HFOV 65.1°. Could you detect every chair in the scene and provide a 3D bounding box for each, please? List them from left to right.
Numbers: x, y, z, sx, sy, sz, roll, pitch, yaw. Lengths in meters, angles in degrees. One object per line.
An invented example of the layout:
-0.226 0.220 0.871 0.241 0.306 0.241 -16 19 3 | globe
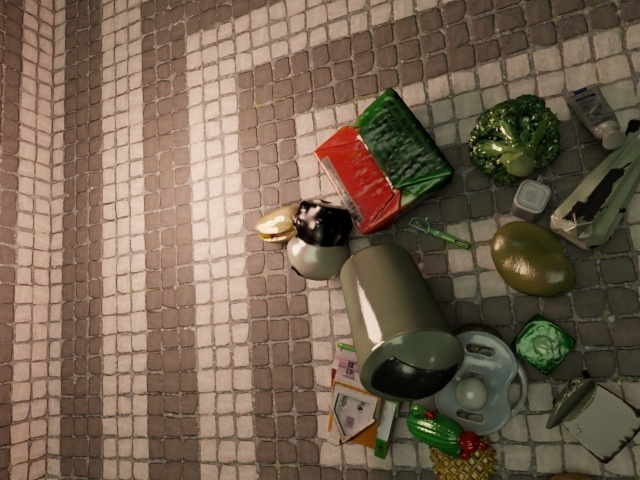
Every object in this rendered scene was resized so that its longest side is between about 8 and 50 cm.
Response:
0.674 0.431 1.235 0.186 0.319 0.160 43 101 23 | chair

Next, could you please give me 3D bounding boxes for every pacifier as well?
0.438 0.409 1.387 0.244 0.233 0.300 8 92 26 | pacifier

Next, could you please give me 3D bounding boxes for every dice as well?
0.617 0.288 1.394 0.128 0.120 0.131 39 97 26 | dice

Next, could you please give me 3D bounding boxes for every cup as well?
0.616 -0.128 1.452 0.095 0.129 0.128 26 91 19 | cup

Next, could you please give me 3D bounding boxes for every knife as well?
0.384 -0.027 1.605 0.212 0.015 0.054 26 86 26 | knife

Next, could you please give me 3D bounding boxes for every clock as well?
0.136 0.501 1.564 0.235 0.166 0.310 12 80 26 | clock

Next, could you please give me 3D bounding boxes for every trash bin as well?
0.213 0.235 1.414 0.280 0.280 0.432 -35 37 16 | trash bin

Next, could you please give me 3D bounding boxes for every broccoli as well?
0.561 -0.272 1.436 0.269 0.270 0.270 -15 33 22 | broccoli

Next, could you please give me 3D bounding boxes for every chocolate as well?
0.209 -0.244 1.636 0.341 0.161 0.360 -36 69 16 | chocolate

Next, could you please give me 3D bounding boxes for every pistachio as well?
-0.136 -0.056 1.800 0.200 0.117 0.145 -15 38 30 | pistachio

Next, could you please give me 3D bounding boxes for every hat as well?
0.471 0.277 1.498 0.146 0.067 0.146 12 128 15 | hat

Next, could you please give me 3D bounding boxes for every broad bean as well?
0.609 0.059 1.446 0.189 0.121 0.263 -47 52 17 | broad bean

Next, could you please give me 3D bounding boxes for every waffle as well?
0.412 0.633 1.465 0.193 0.070 0.197 -31 71 18 | waffle

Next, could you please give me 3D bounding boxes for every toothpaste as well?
0.771 -0.354 1.402 0.096 0.061 0.266 -19 42 20 | toothpaste

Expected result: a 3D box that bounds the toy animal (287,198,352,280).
-0.001 -0.001 1.679 0.212 0.212 0.267 19 106 26 | toy animal

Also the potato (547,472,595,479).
0.663 0.670 1.326 0.147 0.112 0.112 -22 74 14 | potato

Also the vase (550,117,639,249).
0.788 -0.151 1.365 0.165 0.165 0.360 37 95 25 | vase

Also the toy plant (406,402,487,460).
0.349 0.547 1.404 0.240 0.155 0.088 23 48 35 | toy plant
